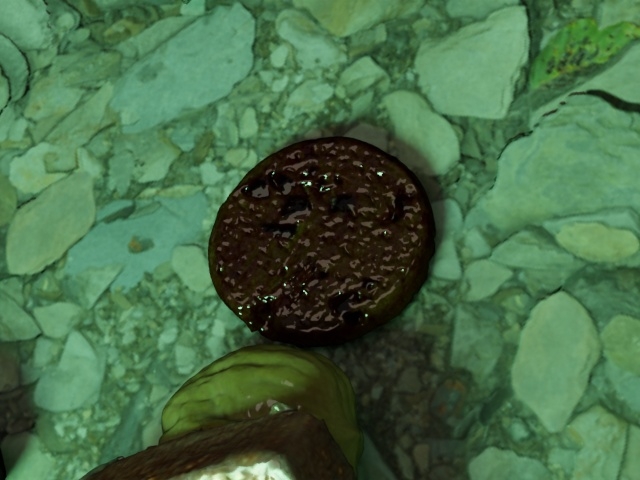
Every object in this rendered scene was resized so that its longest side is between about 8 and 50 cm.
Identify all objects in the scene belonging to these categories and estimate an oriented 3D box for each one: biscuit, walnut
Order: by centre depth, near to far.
[{"bbox_3d":[-0.046,0.156,1.281,0.166,0.149,0.167,-9,72,29],"label":"walnut"},{"bbox_3d":[0.000,0.000,1.385,0.192,0.049,0.192,-3,67,7],"label":"biscuit"}]

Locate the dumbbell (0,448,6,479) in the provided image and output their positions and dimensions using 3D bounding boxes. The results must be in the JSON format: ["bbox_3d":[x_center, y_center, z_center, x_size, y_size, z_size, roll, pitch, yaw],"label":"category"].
[{"bbox_3d":[-0.355,0.119,1.374,0.152,0.152,0.218,-22,66,6],"label":"dumbbell"}]

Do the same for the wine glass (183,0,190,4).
[{"bbox_3d":[-0.074,-0.305,1.492,0.202,0.093,0.093,-45,66,-6],"label":"wine glass"}]

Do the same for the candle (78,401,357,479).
[{"bbox_3d":[-0.060,0.260,1.178,0.317,0.131,0.287,28,113,8],"label":"candle"}]
